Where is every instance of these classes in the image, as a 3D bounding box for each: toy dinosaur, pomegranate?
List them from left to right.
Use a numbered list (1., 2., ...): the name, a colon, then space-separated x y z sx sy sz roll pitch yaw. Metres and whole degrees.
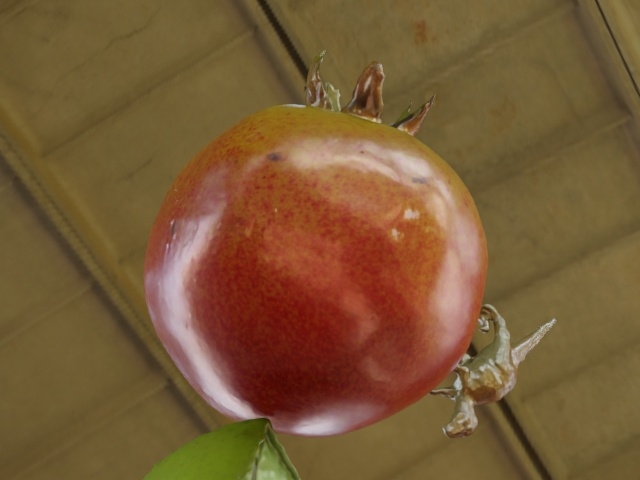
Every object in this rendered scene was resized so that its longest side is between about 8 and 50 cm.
1. pomegranate: 0.000 0.000 0.773 0.221 0.256 0.221 12 -16 3
2. toy dinosaur: 0.162 0.117 1.048 0.162 0.126 0.039 3 -39 -23

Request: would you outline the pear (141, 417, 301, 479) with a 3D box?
1. pear: -0.073 0.287 0.716 0.239 0.139 0.288 -27 -84 29
